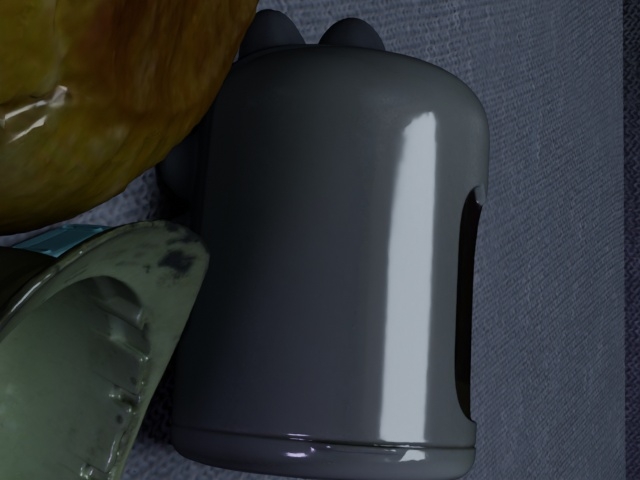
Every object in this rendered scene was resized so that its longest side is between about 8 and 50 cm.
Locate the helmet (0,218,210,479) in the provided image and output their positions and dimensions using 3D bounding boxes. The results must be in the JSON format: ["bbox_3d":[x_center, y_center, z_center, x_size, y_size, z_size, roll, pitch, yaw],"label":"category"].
[{"bbox_3d":[-0.176,0.073,0.608,0.204,0.137,0.257,-11,129,-65],"label":"helmet"}]

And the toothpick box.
[{"bbox_3d":[0.000,0.000,0.916,0.229,0.229,0.316,14,79,-63],"label":"toothpick box"}]

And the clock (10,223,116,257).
[{"bbox_3d":[-0.148,0.069,0.784,0.108,0.045,0.147,-31,120,-58],"label":"clock"}]

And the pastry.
[{"bbox_3d":[-0.126,-0.166,0.594,0.356,0.164,0.356,19,90,-77],"label":"pastry"}]
